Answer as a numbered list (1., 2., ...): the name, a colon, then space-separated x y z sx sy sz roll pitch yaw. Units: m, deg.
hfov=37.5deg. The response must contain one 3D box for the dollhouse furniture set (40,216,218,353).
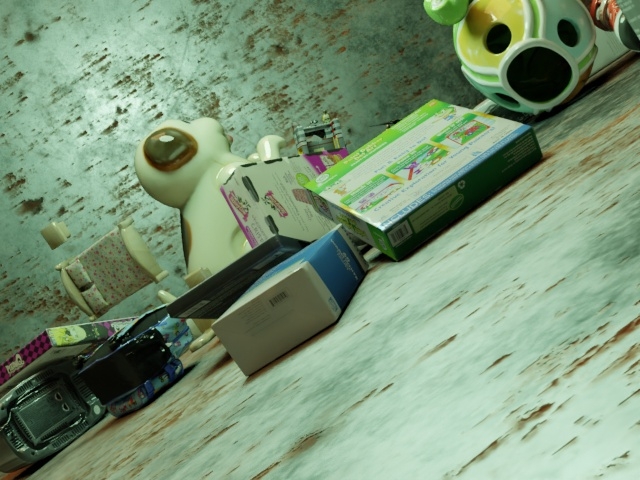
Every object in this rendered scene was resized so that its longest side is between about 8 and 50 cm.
1. dollhouse furniture set: -0.381 0.083 1.801 0.303 0.355 0.174 -31 6 30

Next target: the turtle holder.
1. turtle holder: 0.352 -0.366 1.667 0.243 0.320 0.227 -25 32 17

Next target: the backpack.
1. backpack: -0.276 0.180 1.497 0.158 0.117 0.173 -30 6 45

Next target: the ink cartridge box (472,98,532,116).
1. ink cartridge box: 0.378 -0.269 1.940 0.127 0.072 0.175 -31 5 27

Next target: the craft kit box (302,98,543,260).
1. craft kit box: 0.133 -0.094 1.299 0.250 0.061 0.246 -34 31 -12

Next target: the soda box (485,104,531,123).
1. soda box: 0.322 -0.212 1.787 0.169 0.060 0.053 -37 4 -34

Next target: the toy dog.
1. toy dog: -0.223 -0.071 1.976 0.395 0.408 0.284 -34 3 -7

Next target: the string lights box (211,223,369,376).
1. string lights box: -0.029 0.065 1.180 0.133 0.077 0.260 -33 4 17

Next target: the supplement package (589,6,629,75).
1. supplement package: 0.542 -0.395 1.905 0.179 0.105 0.105 -33 4 -2

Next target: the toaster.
1. toaster: -0.487 0.309 1.607 0.227 0.129 0.146 -36 0 -44

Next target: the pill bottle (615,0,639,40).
1. pill bottle: 0.456 -0.393 1.275 0.161 0.283 0.161 -34 4 3

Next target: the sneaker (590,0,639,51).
1. sneaker: 0.526 -0.385 1.638 0.145 0.090 0.270 10 28 38

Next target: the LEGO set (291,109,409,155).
1. LEGO set: 0.053 -0.197 2.123 0.331 0.192 0.255 -14 -1 -7

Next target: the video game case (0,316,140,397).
1. video game case: -0.462 0.211 1.695 0.232 0.042 0.210 -34 -18 34

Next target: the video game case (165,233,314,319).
1. video game case: -0.085 0.062 1.413 0.196 0.026 0.274 -33 -15 15

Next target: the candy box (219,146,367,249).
1. candy box: -0.022 -0.054 1.498 0.233 0.159 0.071 -13 -23 -42
